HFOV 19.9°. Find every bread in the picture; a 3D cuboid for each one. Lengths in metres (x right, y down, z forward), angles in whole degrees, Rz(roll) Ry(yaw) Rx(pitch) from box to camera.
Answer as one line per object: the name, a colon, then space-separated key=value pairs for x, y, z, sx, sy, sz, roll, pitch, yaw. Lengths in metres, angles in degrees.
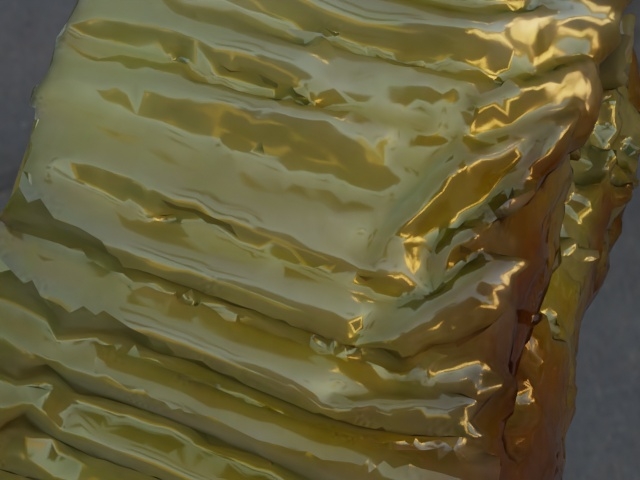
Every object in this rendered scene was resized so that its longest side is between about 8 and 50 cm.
bread: x=0.000 y=0.000 z=0.446 sx=0.133 sy=0.179 sz=0.250 roll=24 pitch=0 yaw=-1
